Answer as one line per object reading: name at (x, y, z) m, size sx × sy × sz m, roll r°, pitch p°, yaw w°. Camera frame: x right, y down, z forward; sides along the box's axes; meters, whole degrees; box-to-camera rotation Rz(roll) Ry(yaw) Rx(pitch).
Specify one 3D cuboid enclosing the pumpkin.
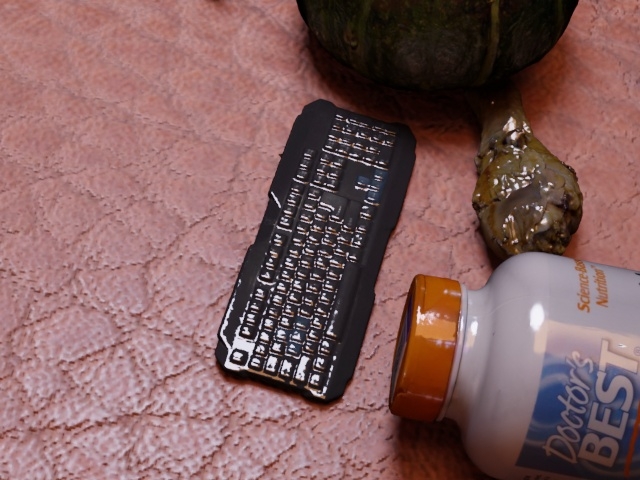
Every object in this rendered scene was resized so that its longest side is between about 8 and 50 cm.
pumpkin at (0.098, -0.224, 1.085) m, size 0.237 × 0.159 × 0.238 m, roll -4°, pitch 40°, yaw 3°

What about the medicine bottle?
medicine bottle at (0.195, 0.096, 0.903) m, size 0.288 × 0.157 × 0.157 m, roll 11°, pitch 56°, yaw -1°

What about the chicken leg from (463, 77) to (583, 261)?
chicken leg at (0.155, -0.060, 1.062) m, size 0.085 × 0.069 × 0.198 m, roll -18°, pitch 51°, yaw 8°

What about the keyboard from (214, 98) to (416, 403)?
keyboard at (0.000, 0.000, 1.021) m, size 0.106 × 0.016 × 0.262 m, roll 16°, pitch 56°, yaw 3°
